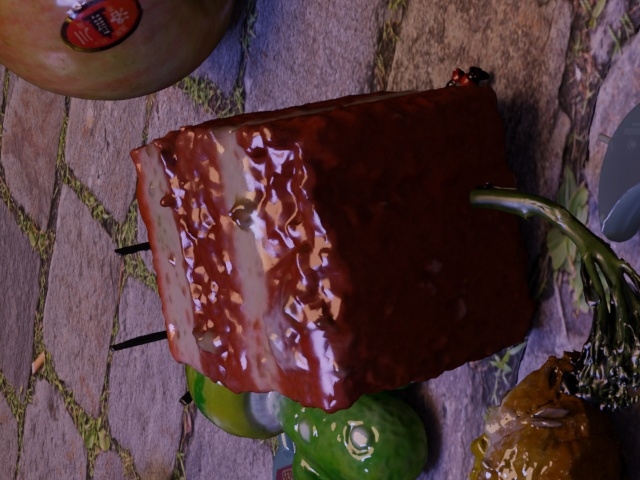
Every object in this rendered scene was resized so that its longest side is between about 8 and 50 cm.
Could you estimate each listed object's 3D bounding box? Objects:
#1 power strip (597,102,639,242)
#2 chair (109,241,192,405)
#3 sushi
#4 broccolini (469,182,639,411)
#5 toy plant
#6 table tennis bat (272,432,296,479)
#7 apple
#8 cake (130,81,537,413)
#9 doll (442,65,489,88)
[{"bbox_3d":[0.296,-0.059,1.263,0.216,0.044,0.137,12,101,60],"label":"power strip"},{"bbox_3d":[-0.128,0.058,1.894,0.172,0.247,0.158,32,130,35],"label":"chair"},{"bbox_3d":[0.188,0.244,1.370,0.179,0.167,0.296,17,117,43],"label":"sushi"},{"bbox_3d":[0.210,0.047,1.331,0.123,0.062,0.271,-45,54,0],"label":"broccolini"},{"bbox_3d":[0.003,0.182,1.715,0.316,0.184,0.224,35,103,39],"label":"toy plant"},{"bbox_3d":[-0.027,0.275,1.877,0.153,0.040,0.244,-29,70,59],"label":"table tennis bat"},{"bbox_3d":[-0.289,-0.367,1.960,0.347,0.391,0.391,7,100,22],"label":"apple"},{"bbox_3d":[0.000,0.000,1.495,0.319,0.270,0.269,0,102,52],"label":"cake"},{"bbox_3d":[0.117,-0.114,1.572,0.169,0.057,0.109,-49,51,52],"label":"doll"}]
